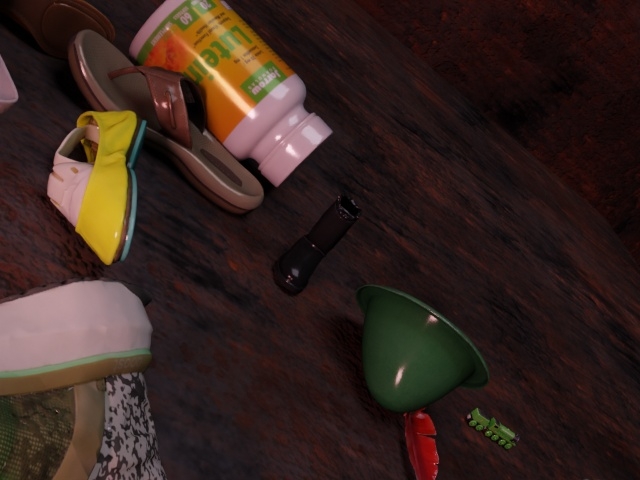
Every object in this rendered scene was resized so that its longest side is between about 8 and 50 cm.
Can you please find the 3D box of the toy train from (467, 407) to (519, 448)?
[{"bbox_3d":[0.216,0.234,1.019,0.083,0.024,0.017,35,25,-24],"label":"toy train"}]

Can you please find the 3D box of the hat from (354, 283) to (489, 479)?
[{"bbox_3d":[0.064,0.169,0.868,0.173,0.183,0.208,46,-20,-17],"label":"hat"}]

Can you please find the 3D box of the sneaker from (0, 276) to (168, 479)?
[{"bbox_3d":[-0.184,0.138,0.356,0.182,0.158,0.410,61,28,5],"label":"sneaker"}]

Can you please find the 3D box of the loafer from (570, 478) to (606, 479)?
[{"bbox_3d":[0.260,0.310,0.792,0.319,0.112,0.111,-2,87,-61],"label":"loafer"}]

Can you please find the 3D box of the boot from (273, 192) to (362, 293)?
[{"bbox_3d":[0.000,0.000,0.937,0.045,0.099,0.121,43,23,-5],"label":"boot"}]

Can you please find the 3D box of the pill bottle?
[{"bbox_3d":[-0.105,-0.187,1.018,0.246,0.136,0.136,45,23,-3],"label":"pill bottle"}]

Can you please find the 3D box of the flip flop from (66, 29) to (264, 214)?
[{"bbox_3d":[-0.159,-0.139,0.915,0.277,0.080,0.112,42,27,-17],"label":"flip flop"}]

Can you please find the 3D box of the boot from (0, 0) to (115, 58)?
[{"bbox_3d":[-0.326,-0.285,0.892,0.197,0.073,0.152,19,31,-52],"label":"boot"}]

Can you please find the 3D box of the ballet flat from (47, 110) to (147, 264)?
[{"bbox_3d":[-0.203,-0.056,0.736,0.077,0.077,0.231,14,30,-17],"label":"ballet flat"}]

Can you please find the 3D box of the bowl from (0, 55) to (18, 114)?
[{"bbox_3d":[-0.338,-0.153,0.671,0.142,0.053,0.142,5,47,-58],"label":"bowl"}]
